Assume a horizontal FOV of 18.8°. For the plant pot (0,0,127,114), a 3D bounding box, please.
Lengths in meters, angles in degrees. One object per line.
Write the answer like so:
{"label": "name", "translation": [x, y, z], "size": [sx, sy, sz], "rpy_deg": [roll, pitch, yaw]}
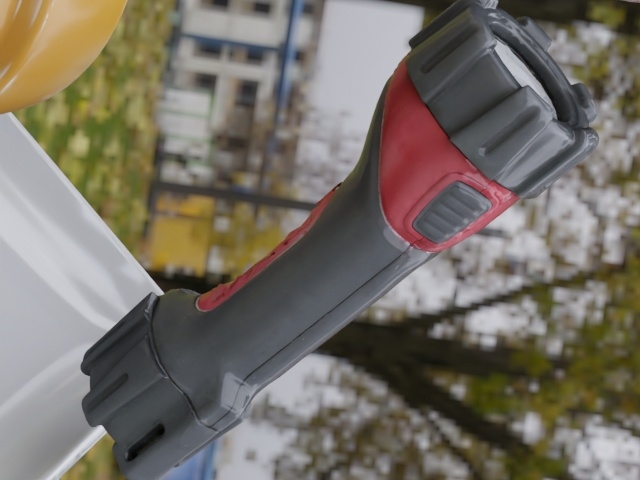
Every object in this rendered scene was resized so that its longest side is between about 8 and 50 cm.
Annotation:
{"label": "plant pot", "translation": [-0.209, -0.137, 0.785], "size": [0.188, 0.205, 0.205], "rpy_deg": [-22, 130, -54]}

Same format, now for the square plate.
{"label": "square plate", "translation": [-0.269, 0.014, 1.079], "size": [0.049, 0.347, 0.344], "rpy_deg": [-37, -175, 38]}

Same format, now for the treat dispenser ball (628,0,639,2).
{"label": "treat dispenser ball", "translation": [0.202, -0.283, 1.143], "size": [0.288, 0.288, 0.288], "rpy_deg": [-172, -90, -82]}

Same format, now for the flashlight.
{"label": "flashlight", "translation": [0.000, 0.000, 1.005], "size": [0.304, 0.103, 0.103], "rpy_deg": [-38, 172, 25]}
